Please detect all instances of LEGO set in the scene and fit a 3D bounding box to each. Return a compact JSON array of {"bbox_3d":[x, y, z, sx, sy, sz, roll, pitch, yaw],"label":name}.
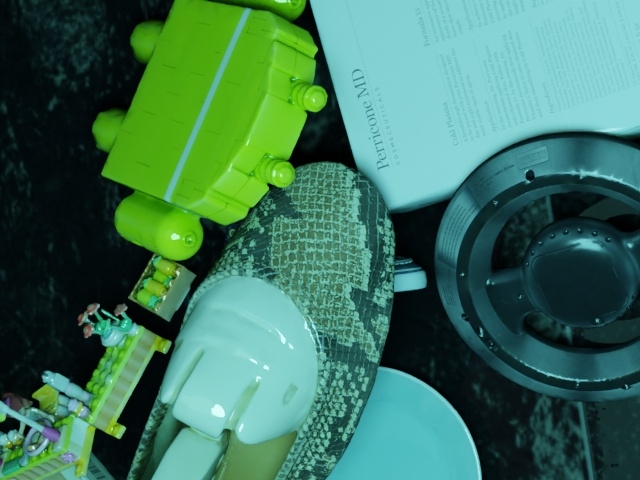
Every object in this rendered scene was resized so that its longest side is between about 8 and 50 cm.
[{"bbox_3d":[-0.230,0.118,1.632,0.287,0.107,0.132,-43,34,21],"label":"LEGO set"}]

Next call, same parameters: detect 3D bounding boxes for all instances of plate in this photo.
[{"bbox_3d":[0.047,0.196,1.582,0.188,0.024,0.188,0,91,24],"label":"plate"}]

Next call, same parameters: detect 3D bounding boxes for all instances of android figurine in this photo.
[{"bbox_3d":[-0.088,-0.105,1.541,0.273,0.056,0.248,18,84,54],"label":"android figurine"}]

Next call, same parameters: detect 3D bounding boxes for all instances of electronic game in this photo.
[{"bbox_3d":[0.199,0.023,1.459,0.229,0.048,0.229,7,120,12],"label":"electronic game"}]

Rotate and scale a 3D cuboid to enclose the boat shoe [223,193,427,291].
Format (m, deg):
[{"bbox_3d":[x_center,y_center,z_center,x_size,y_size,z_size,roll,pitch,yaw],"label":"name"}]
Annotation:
[{"bbox_3d":[0.000,0.000,1.575,0.183,0.065,0.083,3,94,25],"label":"boat shoe"}]

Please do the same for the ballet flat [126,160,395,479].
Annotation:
[{"bbox_3d":[-0.081,0.170,1.502,0.164,0.182,0.483,32,115,19],"label":"ballet flat"}]

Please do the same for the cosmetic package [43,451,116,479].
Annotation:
[{"bbox_3d":[-0.235,0.241,1.699,0.060,0.041,0.115,45,108,16],"label":"cosmetic package"}]

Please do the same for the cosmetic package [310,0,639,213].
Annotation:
[{"bbox_3d":[0.127,-0.239,1.495,0.284,0.097,0.377,-17,85,22],"label":"cosmetic package"}]
